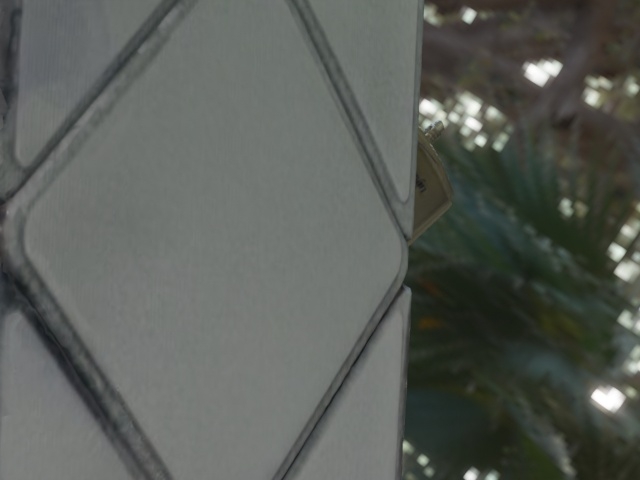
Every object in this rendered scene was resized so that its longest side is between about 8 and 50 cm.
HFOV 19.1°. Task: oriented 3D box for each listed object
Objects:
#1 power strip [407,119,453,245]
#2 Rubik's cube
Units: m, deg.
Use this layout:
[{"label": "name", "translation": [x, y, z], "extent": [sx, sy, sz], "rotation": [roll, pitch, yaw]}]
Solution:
[{"label": "power strip", "translation": [0.000, 0.000, 0.912], "extent": [0.169, 0.028, 0.076], "rotation": [-44, -46, -9]}, {"label": "Rubik's cube", "translation": [-0.105, -0.001, 0.606], "extent": [0.205, 0.205, 0.207], "rotation": [7, -93, -54]}]
